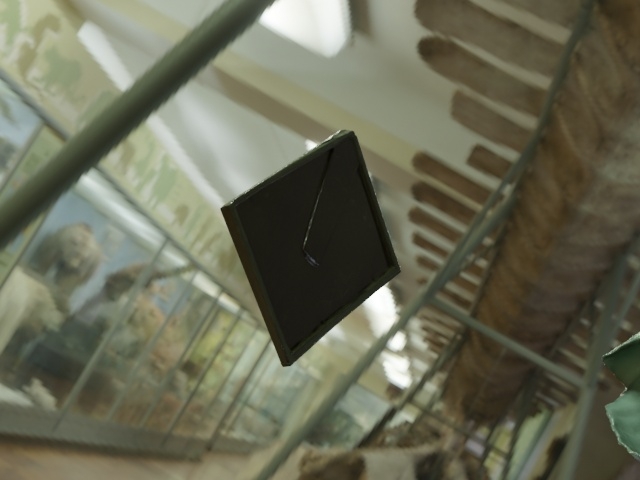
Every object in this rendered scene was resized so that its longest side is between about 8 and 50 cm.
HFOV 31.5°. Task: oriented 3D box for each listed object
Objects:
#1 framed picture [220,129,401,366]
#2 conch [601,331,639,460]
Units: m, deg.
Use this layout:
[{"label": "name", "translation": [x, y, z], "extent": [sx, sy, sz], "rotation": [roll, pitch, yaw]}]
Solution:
[{"label": "framed picture", "translation": [0.000, 0.000, 1.255], "extent": [0.023, 0.260, 0.189], "rotation": [-11, -74, 36]}, {"label": "conch", "translation": [0.443, 0.138, 1.052], "extent": [0.215, 0.303, 0.319], "rotation": [46, -53, -11]}]
